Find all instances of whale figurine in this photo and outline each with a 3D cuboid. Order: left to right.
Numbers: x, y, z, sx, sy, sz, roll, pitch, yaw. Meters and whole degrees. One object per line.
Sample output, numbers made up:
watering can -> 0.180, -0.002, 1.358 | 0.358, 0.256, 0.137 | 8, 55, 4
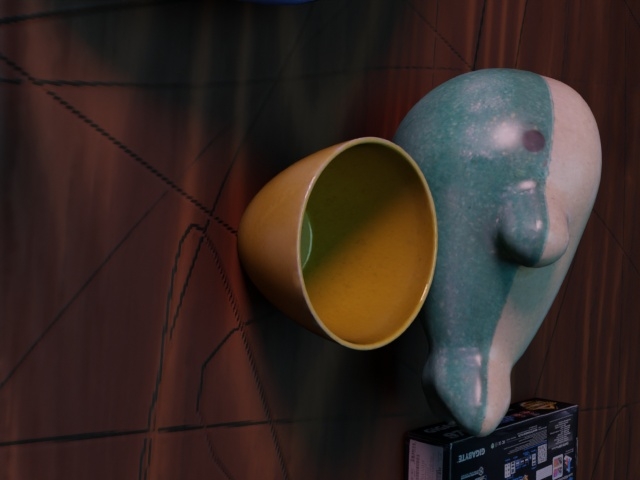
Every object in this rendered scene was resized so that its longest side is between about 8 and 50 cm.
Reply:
whale figurine -> 0.108, 0.003, 0.635 | 0.141, 0.216, 0.271 | 14, 85, -6

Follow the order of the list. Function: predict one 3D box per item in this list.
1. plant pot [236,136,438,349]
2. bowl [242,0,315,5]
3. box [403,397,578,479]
plant pot -> 0.000, 0.000, 0.563 | 0.134, 0.095, 0.134 | -4, 96, -46
bowl -> -0.062, -0.334, 0.497 | 0.391, 0.077, 0.390 | -2, 93, -45
box -> 0.162, 0.247, 0.772 | 0.220, 0.051, 0.175 | -1, 93, -46
